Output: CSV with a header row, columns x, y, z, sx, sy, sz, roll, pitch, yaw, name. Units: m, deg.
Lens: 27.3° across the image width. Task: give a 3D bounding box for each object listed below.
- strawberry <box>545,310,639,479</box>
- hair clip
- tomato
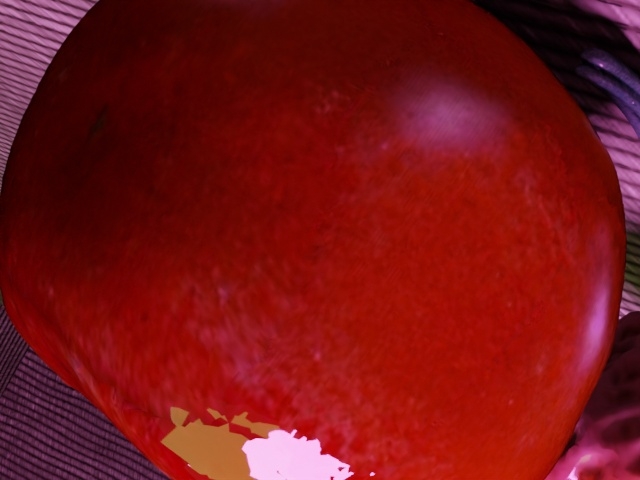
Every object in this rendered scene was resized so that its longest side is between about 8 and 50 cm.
x,y,z,sx,sy,sz,roll,pitch,yaw,name
0.284,0.113,0.768,0.336,0.265,0.149,-8,109,29,strawberry
0.179,-0.035,0.698,0.039,0.070,0.229,34,167,43,hair clip
-0.009,0.003,0.686,0.290,0.293,0.325,25,-171,-44,tomato
